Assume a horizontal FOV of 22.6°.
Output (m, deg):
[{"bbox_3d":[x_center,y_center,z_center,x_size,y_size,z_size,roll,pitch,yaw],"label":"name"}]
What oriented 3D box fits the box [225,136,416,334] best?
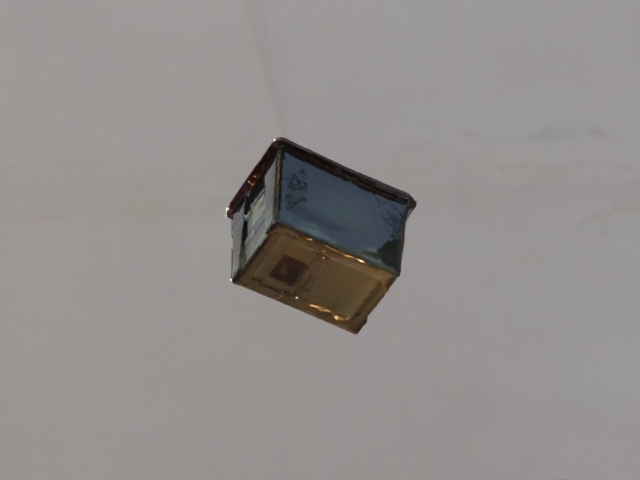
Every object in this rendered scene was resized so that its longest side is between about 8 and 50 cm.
[{"bbox_3d":[0.000,0.000,0.807,0.084,0.060,0.063,24,-144,-18],"label":"box"}]
